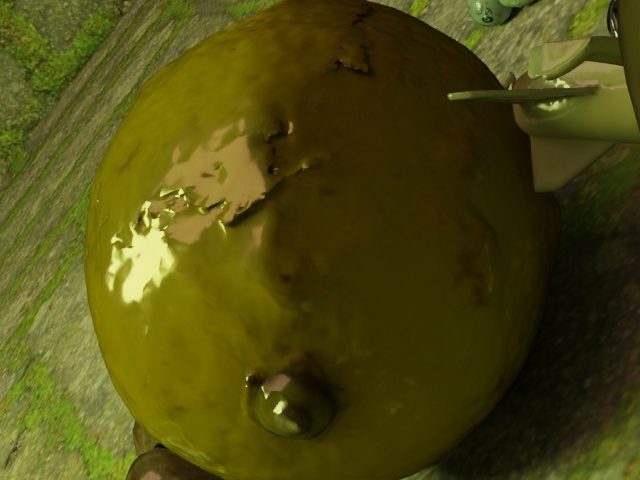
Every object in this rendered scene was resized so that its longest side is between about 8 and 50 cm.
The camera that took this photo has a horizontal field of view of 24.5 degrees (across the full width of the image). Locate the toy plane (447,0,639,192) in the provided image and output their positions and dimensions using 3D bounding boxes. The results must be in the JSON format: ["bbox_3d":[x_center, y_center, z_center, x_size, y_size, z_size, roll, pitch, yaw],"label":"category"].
[{"bbox_3d":[0.190,-0.077,0.661,0.244,0.229,0.092,-11,83,29],"label":"toy plane"}]

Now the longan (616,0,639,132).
[{"bbox_3d":[0.220,-0.057,0.392,0.288,0.288,0.350,-53,9,-2],"label":"longan"}]

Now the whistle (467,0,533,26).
[{"bbox_3d":[0.145,-0.189,1.097,0.100,0.035,0.035,-31,29,43],"label":"whistle"}]

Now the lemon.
[{"bbox_3d":[0.000,-0.001,0.789,0.260,0.260,0.284,-28,33,49],"label":"lemon"}]

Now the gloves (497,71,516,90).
[{"bbox_3d":[0.115,-0.087,0.984,0.081,0.037,0.044,-34,51,18],"label":"gloves"}]

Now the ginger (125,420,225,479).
[{"bbox_3d":[-0.083,0.129,0.992,0.104,0.080,0.204,-33,25,30],"label":"ginger"}]
